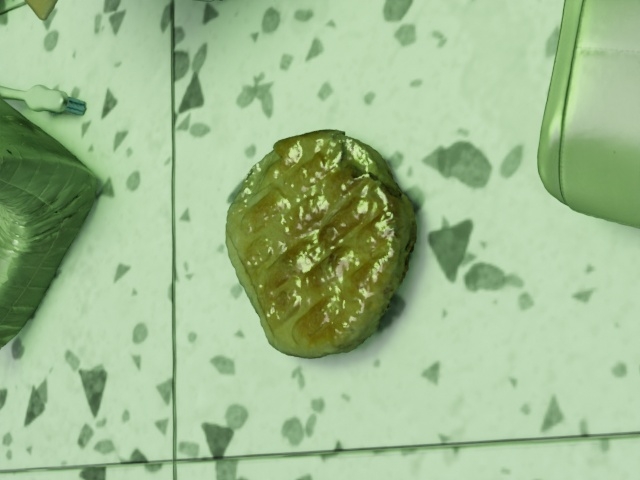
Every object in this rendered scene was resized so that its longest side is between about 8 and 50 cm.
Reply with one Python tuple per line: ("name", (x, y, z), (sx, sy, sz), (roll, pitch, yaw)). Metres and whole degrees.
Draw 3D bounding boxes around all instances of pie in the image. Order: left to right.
("pie", (0.000, 0.000, 1.072), (0.195, 0.046, 0.195), (-7, 79, 39))

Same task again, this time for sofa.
("sofa", (-0.363, -0.031, 1.263), (0.210, 0.176, 0.225), (39, 106, 24))

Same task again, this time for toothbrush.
("toothbrush", (-0.394, -0.167, 1.417), (0.386, 0.040, 0.040), (11, 89, 39))

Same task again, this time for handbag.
("handbag", (0.309, -0.101, 0.842), (0.315, 0.109, 0.241), (9, 89, 26))

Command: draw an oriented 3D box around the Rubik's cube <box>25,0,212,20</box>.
("Rubik's cube", (-0.169, -0.408, 1.093), (0.358, 0.368, 0.387), (-44, 57, 44))
